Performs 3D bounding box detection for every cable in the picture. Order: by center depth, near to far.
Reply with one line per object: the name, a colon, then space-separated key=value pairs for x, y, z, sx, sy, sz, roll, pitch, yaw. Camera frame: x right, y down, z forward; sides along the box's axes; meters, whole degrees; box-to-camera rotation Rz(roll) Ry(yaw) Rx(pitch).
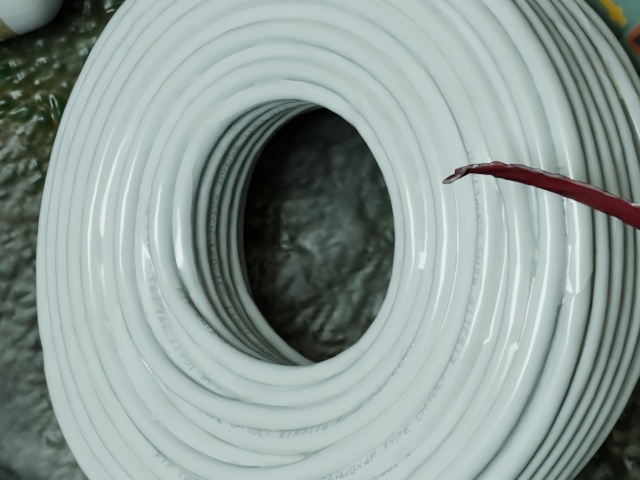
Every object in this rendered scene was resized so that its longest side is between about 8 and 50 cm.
cable: x=0.000 y=0.000 z=0.645 sx=0.257 sy=0.089 sz=0.257 roll=-40 pitch=66 yaw=28

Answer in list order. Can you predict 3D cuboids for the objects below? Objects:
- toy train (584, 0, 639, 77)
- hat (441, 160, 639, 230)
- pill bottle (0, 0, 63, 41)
toy train: x=0.146 y=-0.148 z=0.666 sx=0.190 sy=0.142 sz=0.334 roll=-40 pitch=73 yaw=11
hat: x=0.178 y=0.029 z=0.577 sx=0.183 sy=0.173 sz=0.208 roll=-12 pitch=105 yaw=25
pill bottle: x=-0.166 y=-0.125 z=0.742 sx=0.169 sy=0.094 sz=0.094 roll=-16 pitch=76 yaw=8
